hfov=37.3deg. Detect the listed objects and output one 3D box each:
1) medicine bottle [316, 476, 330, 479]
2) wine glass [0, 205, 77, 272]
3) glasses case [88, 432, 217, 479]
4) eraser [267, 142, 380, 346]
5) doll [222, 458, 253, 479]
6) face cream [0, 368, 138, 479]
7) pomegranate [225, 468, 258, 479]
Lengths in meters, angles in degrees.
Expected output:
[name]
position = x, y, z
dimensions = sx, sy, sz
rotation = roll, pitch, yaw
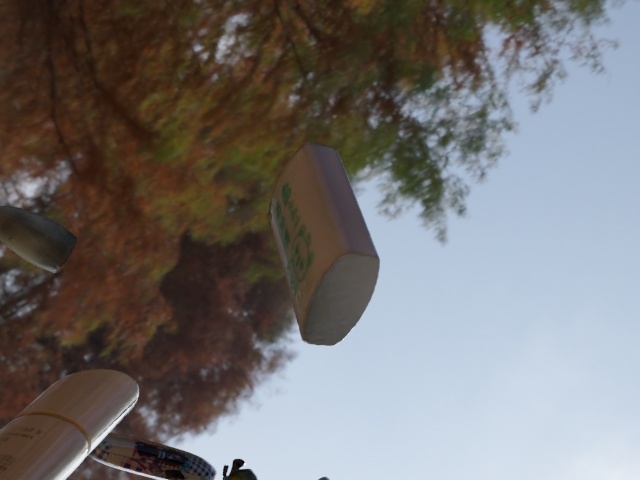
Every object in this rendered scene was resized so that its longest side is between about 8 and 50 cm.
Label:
[medicine bottle]
position = 0.081, 0.593, 1.705
dimensions = 0.352, 0.110, 0.110
rotation = 48, -37, 16
[wine glass]
position = -0.563, -0.102, 1.752
dimensions = 0.309, 0.096, 0.264
rotation = 33, -60, -19
[glasses case]
position = -0.399, 0.511, 2.220
dimensions = 0.125, 0.327, 0.076
rotation = 1, -108, 70
[eraser]
position = 0.000, 0.000, 1.482
dimensions = 0.189, 0.104, 0.290
rotation = -62, -152, 31
[doll]
position = -0.211, 0.576, 2.109
dimensions = 0.070, 0.195, 0.096
rotation = -21, -65, 36
[face cream]
position = -0.356, 0.272, 1.030
dimensions = 0.173, 0.348, 0.081
rotation = -19, -71, 43
[pomegranate]
position = -0.144, 0.477, 1.822
dimensions = 0.084, 0.073, 0.073
rotation = 22, -44, 2
